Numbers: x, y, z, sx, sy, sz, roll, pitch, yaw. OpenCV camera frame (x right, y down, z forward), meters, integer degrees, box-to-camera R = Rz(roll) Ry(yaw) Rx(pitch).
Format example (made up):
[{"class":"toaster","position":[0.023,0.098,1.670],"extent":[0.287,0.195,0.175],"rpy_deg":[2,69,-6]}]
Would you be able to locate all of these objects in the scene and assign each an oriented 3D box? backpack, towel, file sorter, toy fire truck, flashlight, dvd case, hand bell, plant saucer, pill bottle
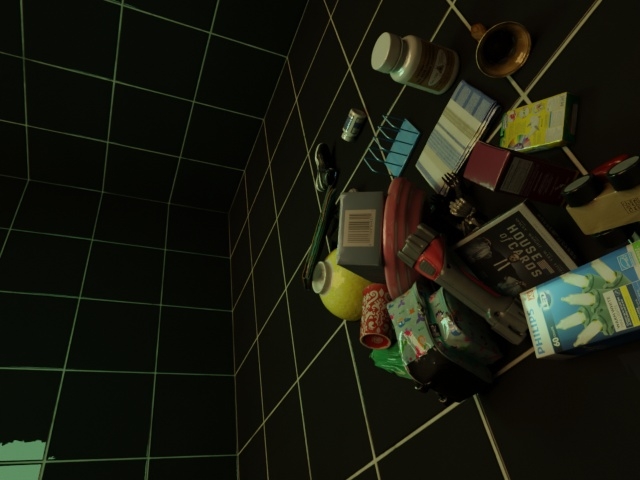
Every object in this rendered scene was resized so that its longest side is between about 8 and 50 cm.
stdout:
[{"class":"backpack","position":[0.275,0.213,1.076],"extent":[0.191,0.225,0.253],"rpy_deg":[-47,32,18]},{"class":"towel","position":[0.368,-0.277,1.278],"extent":[0.209,0.034,0.284],"rpy_deg":[-110,38,-53]},{"class":"file sorter","position":[0.230,-0.309,1.520],"extent":[0.118,0.105,0.170],"rpy_deg":[-113,39,-51]},{"class":"toy fire truck","position":[0.533,-0.133,0.740],"extent":[0.158,0.246,0.217],"rpy_deg":[53,152,-2]},{"class":"flashlight","position":[0.313,0.087,0.994],"extent":[0.103,0.304,0.103],"rpy_deg":[-53,-17,0]},{"class":"dvd case","position":[0.393,0.040,0.968],"extent":[0.179,0.030,0.239],"rpy_deg":[51,145,4]},{"class":"towel","position":[0.000,0.000,1.812],"extent":[0.271,0.040,0.369],"rpy_deg":[86,-160,-75]},{"class":"hand bell","position":[0.426,-0.511,1.179],"extent":[0.242,0.126,0.126],"rpy_deg":[-91,21,-55]},{"class":"plant saucer","position":[0.239,-0.002,1.224],"extent":[0.332,0.084,0.331],"rpy_deg":[1,-90,-69]},{"class":"pill bottle","position":[0.271,-0.513,1.338],"extent":[0.131,0.230,0.131],"rpy_deg":[-172,90,-67]},{"class":"pill bottle","position":[0.130,-0.459,1.858],"extent":[0.067,0.067,0.120],"rpy_deg":[-109,36,-48]}]

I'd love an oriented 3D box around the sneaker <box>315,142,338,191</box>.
[{"class":"sneaker","position":[0.036,-0.326,2.030],"extent":[0.121,0.079,0.216],"rpy_deg":[-2,88,64]}]

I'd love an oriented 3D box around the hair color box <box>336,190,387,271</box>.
[{"class":"hair color box","position":[0.155,0.007,1.281],"extent":[0.374,0.114,0.185],"rpy_deg":[31,-118,-66]}]

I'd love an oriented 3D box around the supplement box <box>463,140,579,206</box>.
[{"class":"supplement box","position":[0.403,-0.134,0.938],"extent":[0.104,0.188,0.080],"rpy_deg":[-127,50,-60]}]

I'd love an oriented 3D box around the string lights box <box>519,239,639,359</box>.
[{"class":"string lights box","position":[0.484,0.112,0.802],"extent":[0.259,0.077,0.133],"rpy_deg":[133,139,-53]}]

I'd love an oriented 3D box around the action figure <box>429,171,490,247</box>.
[{"class":"action figure","position":[0.336,-0.033,1.126],"extent":[0.164,0.141,0.275],"rpy_deg":[-56,30,36]}]

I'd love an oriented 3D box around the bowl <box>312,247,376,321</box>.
[{"class":"bowl","position":[0.063,0.140,1.678],"extent":[0.289,0.156,0.289],"rpy_deg":[-171,90,-68]}]

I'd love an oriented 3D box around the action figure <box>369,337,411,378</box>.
[{"class":"action figure","position":[0.215,0.337,1.364],"extent":[0.232,0.064,0.137],"rpy_deg":[-22,63,59]}]

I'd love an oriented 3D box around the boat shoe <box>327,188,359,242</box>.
[{"class":"boat shoe","position":[0.088,-0.095,1.807],"extent":[0.083,0.076,0.226],"rpy_deg":[-143,64,-64]}]

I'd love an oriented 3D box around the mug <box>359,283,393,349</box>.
[{"class":"mug","position":[0.180,0.240,1.391],"extent":[0.113,0.150,0.169],"rpy_deg":[-9,43,23]}]

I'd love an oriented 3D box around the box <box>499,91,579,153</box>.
[{"class":"box","position":[0.469,-0.246,1.018],"extent":[0.179,0.043,0.105],"rpy_deg":[2,84,65]}]
